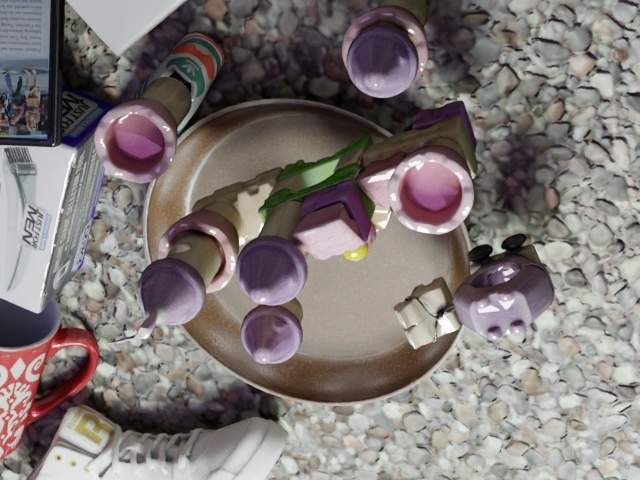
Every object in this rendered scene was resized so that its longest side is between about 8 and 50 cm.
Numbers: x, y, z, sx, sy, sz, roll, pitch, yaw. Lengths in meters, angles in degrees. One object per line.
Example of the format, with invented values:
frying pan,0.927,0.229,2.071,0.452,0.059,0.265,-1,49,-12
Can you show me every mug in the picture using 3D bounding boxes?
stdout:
mug,-0.310,0.136,1.714,0.150,0.113,0.169,25,127,7

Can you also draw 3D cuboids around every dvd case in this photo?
dvd case,-0.307,-0.209,1.495,0.180,0.022,0.253,3,94,8

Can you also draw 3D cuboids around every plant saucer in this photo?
plant saucer,-0.008,0.006,1.568,0.311,0.050,0.310,9,121,14

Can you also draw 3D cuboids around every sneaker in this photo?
sneaker,-0.179,0.220,1.715,0.169,0.108,0.292,45,124,-12
sneaker,-0.146,-0.111,1.534,0.057,0.075,0.161,38,123,-4

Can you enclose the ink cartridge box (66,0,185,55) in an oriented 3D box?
ink cartridge box,-0.109,-0.295,1.360,0.233,0.171,0.168,-34,103,32

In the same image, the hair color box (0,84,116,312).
hair color box,-0.372,-0.089,1.609,0.339,0.110,0.185,23,122,8

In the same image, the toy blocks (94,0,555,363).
toy blocks,0.000,0.000,1.367,0.289,0.260,0.309,-19,108,16
